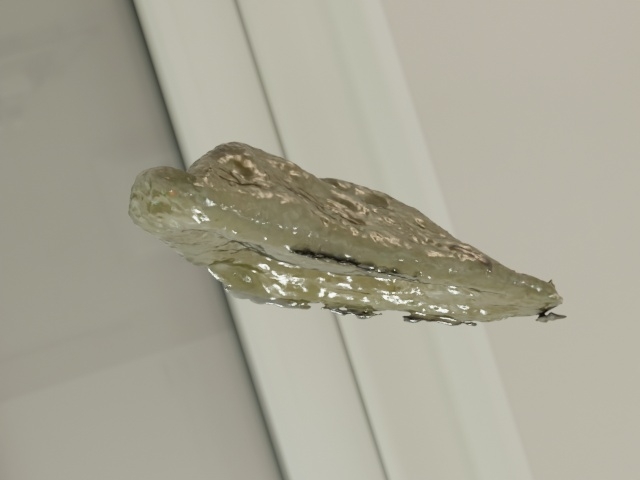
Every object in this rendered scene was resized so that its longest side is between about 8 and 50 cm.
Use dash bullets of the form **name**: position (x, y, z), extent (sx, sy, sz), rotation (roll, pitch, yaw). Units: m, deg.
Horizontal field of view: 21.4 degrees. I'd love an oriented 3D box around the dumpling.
- **dumpling**: position (0.002, -0.004, 1.177), extent (0.332, 0.086, 0.166), rotation (19, 163, -29)
